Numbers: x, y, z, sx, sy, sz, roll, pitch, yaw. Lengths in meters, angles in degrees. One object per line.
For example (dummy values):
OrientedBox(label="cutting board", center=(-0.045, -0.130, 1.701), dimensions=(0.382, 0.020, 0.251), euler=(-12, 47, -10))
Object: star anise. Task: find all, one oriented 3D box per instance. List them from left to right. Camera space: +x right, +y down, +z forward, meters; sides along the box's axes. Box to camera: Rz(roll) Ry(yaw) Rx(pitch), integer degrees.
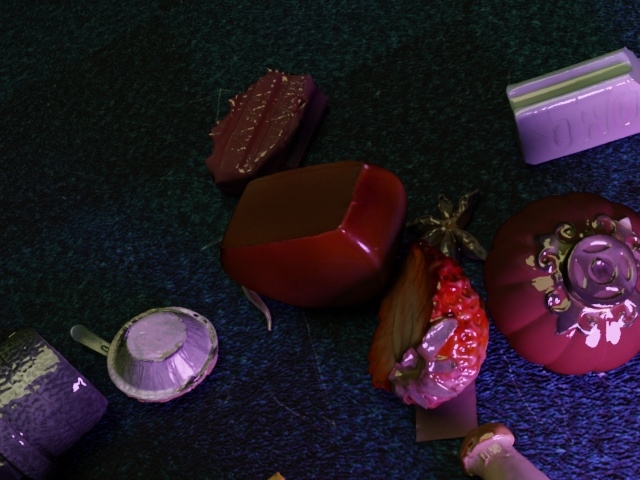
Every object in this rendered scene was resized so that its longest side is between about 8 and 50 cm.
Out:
OrientedBox(label="star anise", center=(0.247, -0.014, 1.603), dimensions=(0.171, 0.063, 0.208), euler=(-12, 52, 17))

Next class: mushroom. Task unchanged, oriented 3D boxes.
OrientedBox(label="mushroom", center=(-0.137, 0.063, 1.734), dimensions=(0.068, 0.043, 0.306), euler=(-30, 46, 35))
OrientedBox(label="mushroom", center=(0.323, 0.429, 1.211), dimensions=(0.128, 0.128, 0.350), euler=(-31, 46, 0))

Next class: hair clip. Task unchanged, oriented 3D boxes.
OrientedBox(label="hair clip", center=(-0.434, 0.240, 1.727), dimensions=(0.229, 0.070, 0.039), euler=(17, 60, 23))

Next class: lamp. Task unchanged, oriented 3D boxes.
OrientedBox(label="lamp", center=(0.420, 0.070, 1.331), dimensions=(0.303, 0.257, 0.303), euler=(0, 79, 0))

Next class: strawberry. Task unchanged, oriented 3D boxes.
OrientedBox(label="strawberry", center=(0.202, 0.140, 1.441), dimensions=(0.149, 0.265, 0.336), euler=(20, 34, -12))

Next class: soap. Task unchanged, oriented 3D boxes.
OrientedBox(label="soap", center=(-0.133, -0.246, 1.895), dimensions=(0.220, 0.127, 0.325), euler=(8, 61, 29))
OrientedBox(label="soap", center=(0.525, -0.264, 1.592), dimensions=(0.289, 0.173, 0.095), euler=(-17, 52, 10))

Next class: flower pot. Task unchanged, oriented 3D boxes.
OrientedBox(label="flower pot", center=(-0.605, 0.331, 1.571), dimensions=(0.299, 0.299, 0.283), euler=(30, 68, 36))

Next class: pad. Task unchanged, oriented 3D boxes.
OrientedBox(label="pad", center=(0.224, 0.267, 1.445), dimensions=(0.113, 0.006, 0.188), euler=(-11, 52, 19))

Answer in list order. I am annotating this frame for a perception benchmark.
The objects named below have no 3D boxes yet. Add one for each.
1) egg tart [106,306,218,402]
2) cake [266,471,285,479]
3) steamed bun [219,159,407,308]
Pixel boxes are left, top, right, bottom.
OrientedBox(label="egg tart", center=(-0.325, 0.218, 1.636), dimensions=(0.234, 0.094, 0.234), euler=(-5, 47, 5))
OrientedBox(label="cake", center=(-0.063, 0.513, 1.250), dimensions=(0.286, 0.227, 0.222), euler=(27, 66, 34))
OrientedBox(label="steamed bun", center=(0.000, 0.000, 1.580), dimensions=(0.379, 0.248, 0.235), euler=(-9, 48, 36))
